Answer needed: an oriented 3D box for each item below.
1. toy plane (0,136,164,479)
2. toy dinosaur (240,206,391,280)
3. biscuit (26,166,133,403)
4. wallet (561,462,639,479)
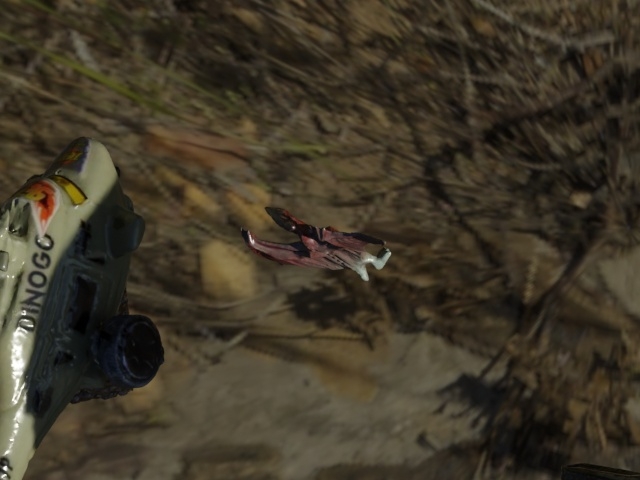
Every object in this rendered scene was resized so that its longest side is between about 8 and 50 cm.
[{"bbox_3d":[-0.149,0.078,0.845,0.092,0.108,0.286,-2,70,35],"label":"toy plane"},{"bbox_3d":[0.000,0.001,1.309,0.108,0.220,0.032,25,75,-28],"label":"toy dinosaur"},{"bbox_3d":[-0.148,0.033,1.067,0.064,0.199,0.034,-4,48,-5],"label":"biscuit"},{"bbox_3d":[0.320,0.405,1.667,0.190,0.046,0.379,1,102,54],"label":"wallet"}]
